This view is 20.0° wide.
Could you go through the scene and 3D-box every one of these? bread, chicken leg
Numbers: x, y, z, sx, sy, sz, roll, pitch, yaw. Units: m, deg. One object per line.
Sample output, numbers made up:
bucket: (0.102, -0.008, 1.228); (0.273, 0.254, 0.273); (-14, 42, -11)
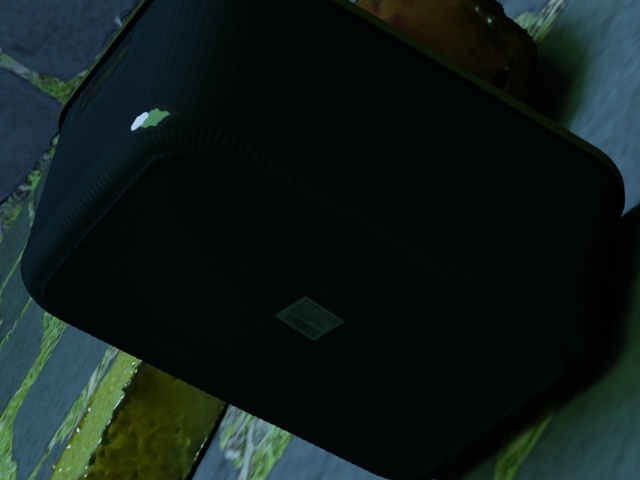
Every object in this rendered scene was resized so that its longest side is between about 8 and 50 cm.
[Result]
bread: (-0.119, 0.131, 1.057); (0.187, 0.065, 0.103); (-61, 17, -13)
chicken leg: (0.041, -0.099, 0.933); (0.113, 0.093, 0.304); (-29, 17, 6)

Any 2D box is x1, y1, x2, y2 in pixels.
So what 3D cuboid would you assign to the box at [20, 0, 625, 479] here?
box: (0.000, 0.000, 0.676); (0.144, 0.201, 0.090); (-42, 26, 44)
